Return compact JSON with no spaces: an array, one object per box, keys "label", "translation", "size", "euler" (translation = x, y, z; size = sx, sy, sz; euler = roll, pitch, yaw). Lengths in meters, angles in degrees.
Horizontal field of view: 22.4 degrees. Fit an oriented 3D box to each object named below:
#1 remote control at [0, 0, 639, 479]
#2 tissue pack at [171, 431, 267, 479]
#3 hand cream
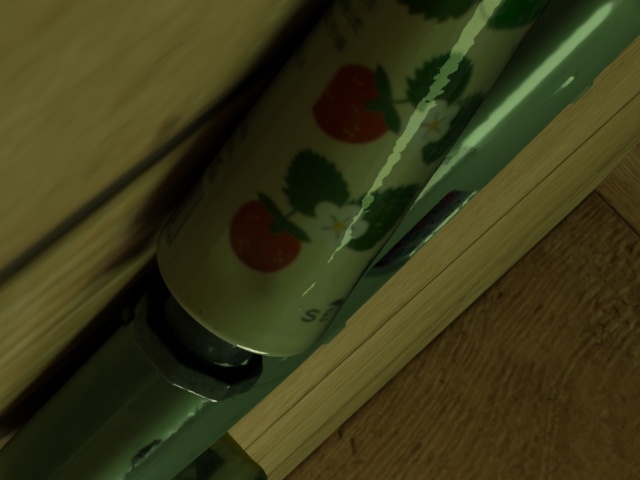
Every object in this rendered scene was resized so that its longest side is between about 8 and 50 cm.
[{"label":"remote control","translation":[0.000,0.000,0.598],"size":[0.296,0.056,0.140],"euler":[-44,171,12]},{"label":"tissue pack","translation":[-0.149,0.202,0.832],"size":[0.185,0.081,0.257],"euler":[-37,169,-41]},{"label":"hand cream","translation":[0.032,-0.061,0.449],"size":[0.276,0.059,0.095],"euler":[-53,171,29]}]
